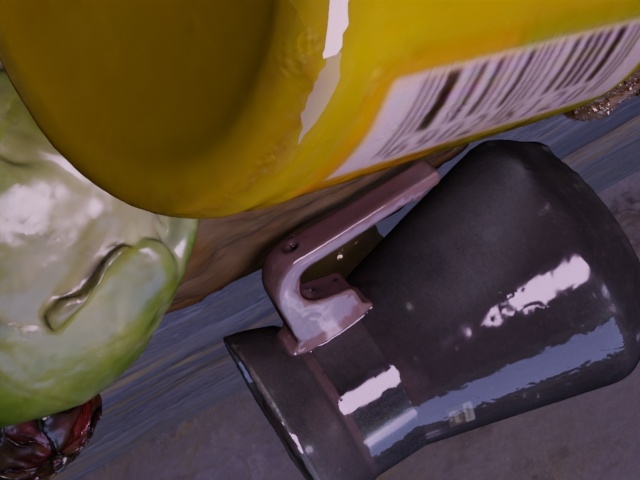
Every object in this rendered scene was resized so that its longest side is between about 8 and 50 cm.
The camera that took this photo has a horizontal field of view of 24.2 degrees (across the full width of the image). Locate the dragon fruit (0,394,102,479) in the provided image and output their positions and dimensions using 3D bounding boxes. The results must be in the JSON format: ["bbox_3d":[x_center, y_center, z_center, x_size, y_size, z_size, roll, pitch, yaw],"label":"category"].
[{"bbox_3d":[-0.316,0.173,1.559,0.182,0.182,0.188,-28,-170,-2],"label":"dragon fruit"}]

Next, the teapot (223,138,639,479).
[{"bbox_3d":[0.099,0.068,1.345,0.344,0.253,0.300,-32,128,-8],"label":"teapot"}]

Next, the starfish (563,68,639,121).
[{"bbox_3d":[0.403,-0.224,1.678,0.303,0.113,0.312,-22,178,-19],"label":"starfish"}]

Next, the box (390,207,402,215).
[{"bbox_3d":[0.061,-0.037,1.951,0.126,0.027,0.125,-27,173,-14],"label":"box"}]

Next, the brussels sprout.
[{"bbox_3d":[-0.180,-0.011,0.808,0.244,0.244,0.244,-27,171,-5],"label":"brussels sprout"}]

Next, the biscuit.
[{"bbox_3d":[-0.094,-0.029,1.270,0.446,0.104,0.429,-29,169,8],"label":"biscuit"}]

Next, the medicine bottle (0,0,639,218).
[{"bbox_3d":[0.058,-0.157,0.657,0.384,0.224,0.224,-20,168,-41],"label":"medicine bottle"}]

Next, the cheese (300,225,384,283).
[{"bbox_3d":[0.000,0.000,1.520,0.094,0.167,0.123,-21,168,-45],"label":"cheese"}]
